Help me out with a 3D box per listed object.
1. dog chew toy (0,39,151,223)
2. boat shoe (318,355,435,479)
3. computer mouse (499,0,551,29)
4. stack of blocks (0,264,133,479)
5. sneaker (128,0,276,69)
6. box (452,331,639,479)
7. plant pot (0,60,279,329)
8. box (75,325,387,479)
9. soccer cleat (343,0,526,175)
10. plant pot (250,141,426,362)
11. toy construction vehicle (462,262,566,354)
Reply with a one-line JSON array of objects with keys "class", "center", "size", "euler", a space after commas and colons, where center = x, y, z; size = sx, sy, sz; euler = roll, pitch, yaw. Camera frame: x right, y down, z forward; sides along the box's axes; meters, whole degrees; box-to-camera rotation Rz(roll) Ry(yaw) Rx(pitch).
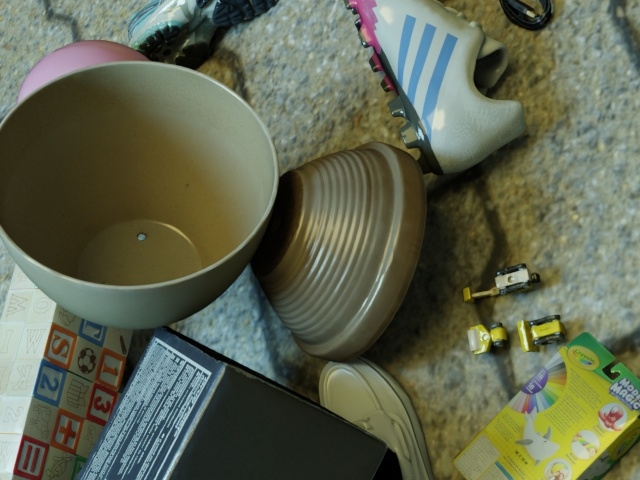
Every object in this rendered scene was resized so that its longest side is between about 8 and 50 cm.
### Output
[{"class": "dog chew toy", "center": [-0.297, -0.105, 1.381], "size": [0.207, 0.206, 0.332], "euler": [-21, 27, 25]}, {"class": "boat shoe", "center": [0.055, 0.210, 1.121], "size": [0.095, 0.084, 0.258], "euler": [-40, 51, 13]}, {"class": "computer mouse", "center": [0.170, -0.303, 1.320], "size": [0.242, 0.041, 0.071], "euler": [33, 88, 39]}, {"class": "stack of blocks", "center": [-0.297, 0.183, 1.318], "size": [0.087, 0.171, 0.297], "euler": [-5, 65, 33]}, {"class": "sneaker", "center": [-0.155, -0.339, 1.517], "size": [0.283, 0.110, 0.122], "euler": [-35, 49, 15]}, {"class": "box", "center": [0.218, 0.179, 1.053], "size": [0.179, 0.043, 0.105], "euler": [-48, 50, 8]}, {"class": "plant pot", "center": [-0.190, -0.017, 1.183], "size": [0.284, 0.191, 0.284], "euler": [3, 54, -4]}, {"class": "box", "center": [-0.118, 0.262, 1.078], "size": [0.296, 0.183, 0.294], "euler": [-63, 17, -6]}, {"class": "soccer cleat", "center": [0.125, -0.215, 1.277], "size": [0.143, 0.116, 0.331], "euler": [-23, 58, 5]}, {"class": "plant pot", "center": [0.000, 0.000, 1.182], "size": [0.237, 0.110, 0.237], "euler": [-46, 35, 45]}, {"class": "toy construction vehicle", "center": [0.192, 0.072, 1.133], "size": [0.098, 0.035, 0.086], "euler": [-21, 69, 28]}]
